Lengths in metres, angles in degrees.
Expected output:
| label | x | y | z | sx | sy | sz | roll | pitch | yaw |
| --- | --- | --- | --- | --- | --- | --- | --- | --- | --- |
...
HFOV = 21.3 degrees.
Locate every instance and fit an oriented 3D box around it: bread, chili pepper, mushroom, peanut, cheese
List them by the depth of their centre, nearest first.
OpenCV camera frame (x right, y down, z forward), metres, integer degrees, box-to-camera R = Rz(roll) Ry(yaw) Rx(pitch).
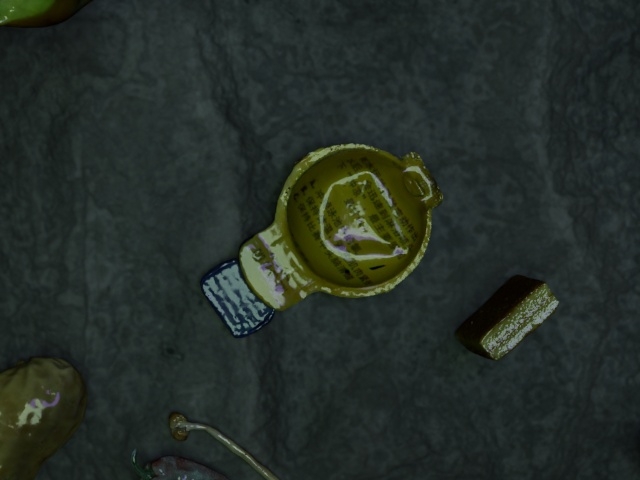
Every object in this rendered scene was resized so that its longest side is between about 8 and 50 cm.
| label | x | y | z | sx | sy | sz | roll | pitch | yaw |
| --- | --- | --- | --- | --- | --- | --- | --- | --- | --- |
| peanut | -0.312 | 0.202 | 1.600 | 0.103 | 0.098 | 0.229 | 38 | 86 | 33 |
| cheese | 0.000 | 0.000 | 1.649 | 0.250 | 0.064 | 0.156 | -32 | 96 | 4 |
| chili pepper | -0.122 | 0.244 | 1.657 | 0.153 | 0.041 | 0.050 | 24 | 110 | -25 |
| bread | 0.181 | 0.076 | 1.664 | 0.090 | 0.094 | 0.035 | -42 | 99 | -6 |
| mushroom | -0.034 | 0.255 | 1.682 | 0.286 | 0.026 | 0.028 | 37 | 104 | -10 |

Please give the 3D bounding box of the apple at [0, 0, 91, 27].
| label | x | y | z | sx | sy | sz | roll | pitch | yaw |
| --- | --- | --- | --- | --- | --- | --- | --- | --- | --- |
| apple | -0.260 | -0.349 | 1.445 | 0.374 | 0.374 | 0.384 | 44 | 72 | -8 |
